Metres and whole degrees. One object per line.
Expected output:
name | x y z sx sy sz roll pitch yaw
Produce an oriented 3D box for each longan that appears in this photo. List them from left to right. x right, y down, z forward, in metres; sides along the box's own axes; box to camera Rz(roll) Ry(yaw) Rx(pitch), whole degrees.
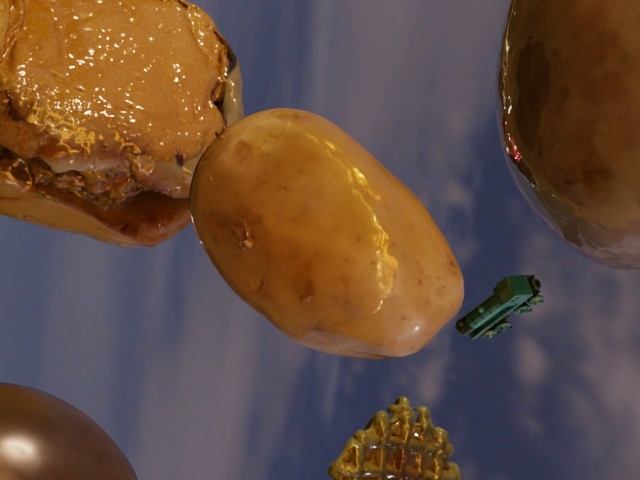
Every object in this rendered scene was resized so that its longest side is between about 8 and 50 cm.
longan | -0.298 0.270 1.357 0.297 0.297 0.297 -171 -90 -74

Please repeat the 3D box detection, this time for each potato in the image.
potato | 0.000 0.000 0.900 0.109 0.178 0.118 -43 172 -37

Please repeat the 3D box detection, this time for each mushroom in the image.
mushroom | 0.287 -0.117 1.179 0.297 0.290 0.297 180 -90 -82

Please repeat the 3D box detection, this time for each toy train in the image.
toy train | 0.152 0.058 1.298 0.092 0.045 0.029 -42 -122 43

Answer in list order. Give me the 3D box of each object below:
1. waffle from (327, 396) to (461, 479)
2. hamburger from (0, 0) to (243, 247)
waffle | 0.072 0.248 1.442 0.036 0.183 0.169 11 -131 48
hamburger | -0.215 -0.137 1.446 0.158 0.319 0.318 -49 -145 44
